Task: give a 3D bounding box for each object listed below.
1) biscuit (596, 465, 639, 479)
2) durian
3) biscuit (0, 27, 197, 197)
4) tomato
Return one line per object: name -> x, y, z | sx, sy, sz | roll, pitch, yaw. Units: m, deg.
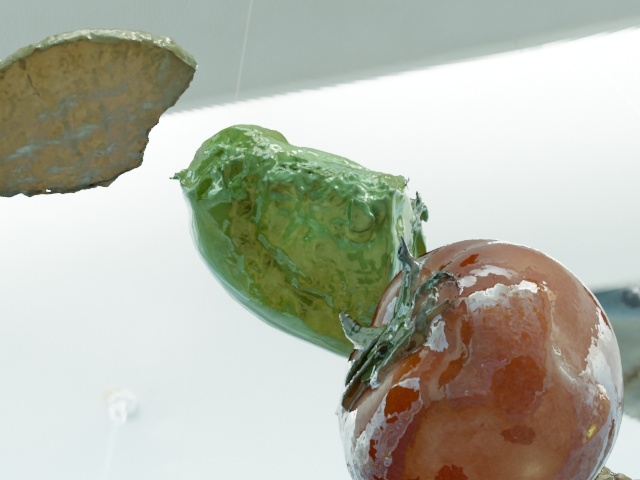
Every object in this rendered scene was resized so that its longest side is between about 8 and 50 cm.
biscuit -> 0.233, 0.375, 1.335 | 0.334, 0.289, 0.081 | -27, -13, 23
durian -> 0.000, 0.000, 1.391 | 0.339, 0.204, 0.256 | 19, -43, 10
biscuit -> -0.236, -0.109, 1.174 | 0.265, 0.040, 0.188 | -28, -42, 3
tomato -> 0.129, 0.122, 1.045 | 0.224, 0.256, 0.256 | 30, -56, -18
